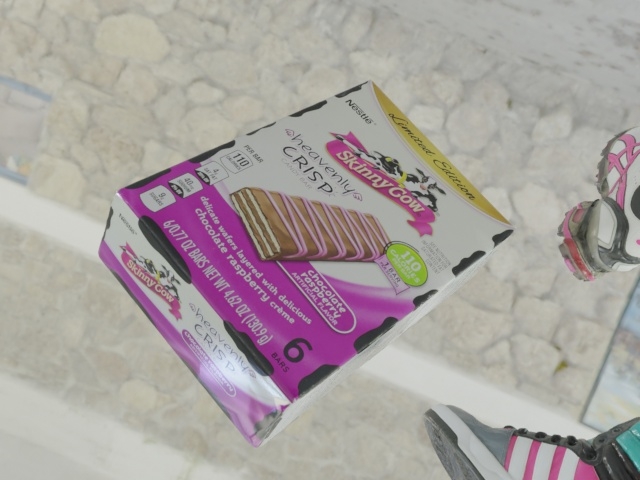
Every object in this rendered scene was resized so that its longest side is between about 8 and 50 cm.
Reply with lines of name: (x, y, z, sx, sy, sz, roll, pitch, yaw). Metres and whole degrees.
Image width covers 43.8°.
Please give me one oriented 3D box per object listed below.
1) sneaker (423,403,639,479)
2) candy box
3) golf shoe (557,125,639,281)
sneaker: (0.247, 0.222, 0.780, 0.295, 0.178, 0.124, 40, 154, 49)
candy box: (0.000, 0.000, 0.523, 0.159, 0.071, 0.233, 48, -132, 12)
golf shoe: (0.255, -0.037, 0.616, 0.086, 0.186, 0.067, -20, 112, 46)
